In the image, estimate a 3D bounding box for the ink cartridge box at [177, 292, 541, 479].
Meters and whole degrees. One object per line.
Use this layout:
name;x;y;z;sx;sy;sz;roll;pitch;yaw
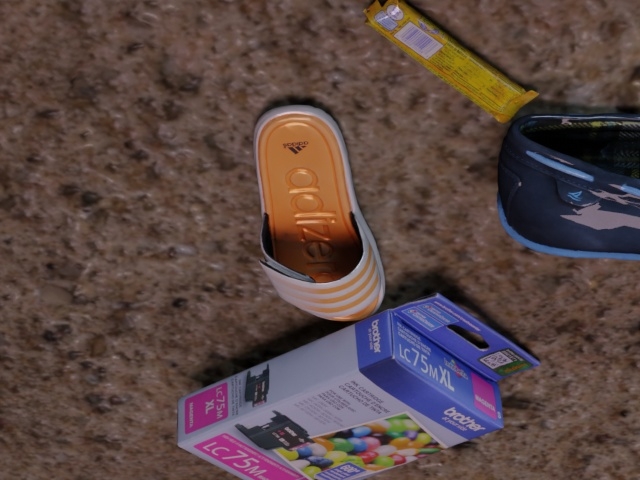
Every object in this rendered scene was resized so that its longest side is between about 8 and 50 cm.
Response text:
ink cartridge box;0.037;0.158;1.516;0.311;0.065;0.186;-27;139;28

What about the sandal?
sandal;-0.011;0.000;1.351;0.102;0.076;0.265;-5;138;11

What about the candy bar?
candy bar;0.101;-0.141;1.229;0.161;0.018;0.040;32;128;-27

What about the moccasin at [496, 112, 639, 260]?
moccasin;0.307;-0.047;1.229;0.342;0.137;0.117;-4;133;8
